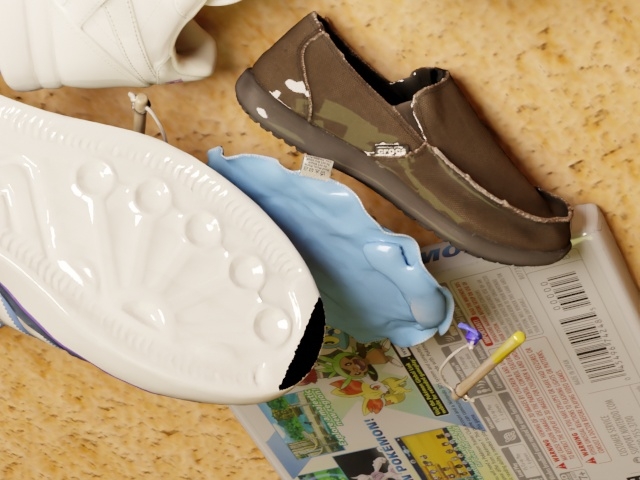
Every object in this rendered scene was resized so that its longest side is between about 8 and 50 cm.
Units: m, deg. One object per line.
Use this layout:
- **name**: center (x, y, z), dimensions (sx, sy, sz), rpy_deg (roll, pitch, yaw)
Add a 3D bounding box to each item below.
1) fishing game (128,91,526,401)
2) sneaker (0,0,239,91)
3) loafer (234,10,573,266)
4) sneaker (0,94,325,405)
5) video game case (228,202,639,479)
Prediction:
- **fishing game**: center (0.000, 0.000, 0.875), dimensions (0.264, 0.041, 0.189), rpy_deg (31, 156, 6)
- **sneaker**: center (-0.098, -0.200, 0.747), dimensions (0.152, 0.114, 0.305), rpy_deg (6, 140, -4)
- **loafer**: center (0.061, -0.058, 0.840), dimensions (0.220, 0.080, 0.078), rpy_deg (28, 107, -13)
- **sneaker**: center (-0.164, 0.013, 0.901), dimensions (0.322, 0.130, 0.236), rpy_deg (26, 161, -5)
- **video game case**: center (0.108, 0.136, 1.035), dimensions (0.300, 0.036, 0.329), rpy_deg (-16, 127, 23)
